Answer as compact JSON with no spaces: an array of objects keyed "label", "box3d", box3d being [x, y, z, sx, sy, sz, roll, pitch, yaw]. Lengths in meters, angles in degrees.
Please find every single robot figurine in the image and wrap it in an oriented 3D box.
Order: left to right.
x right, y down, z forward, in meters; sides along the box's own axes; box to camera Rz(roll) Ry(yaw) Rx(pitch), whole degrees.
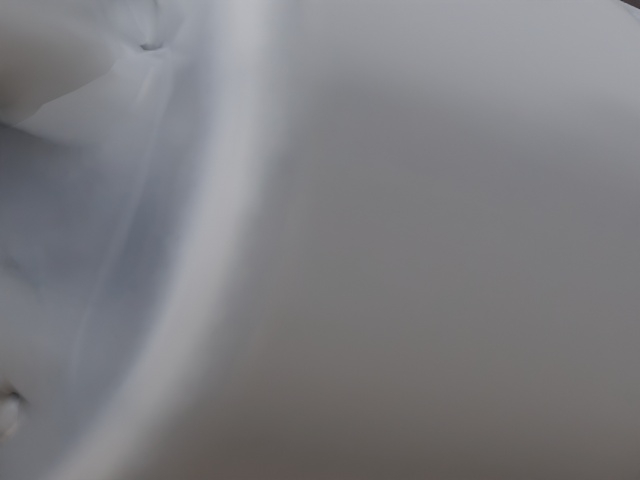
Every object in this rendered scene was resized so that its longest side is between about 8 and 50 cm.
[{"label":"robot figurine","box3d":[0.000,0.000,0.471,0.353,0.300,0.200,16,12,-41]}]
